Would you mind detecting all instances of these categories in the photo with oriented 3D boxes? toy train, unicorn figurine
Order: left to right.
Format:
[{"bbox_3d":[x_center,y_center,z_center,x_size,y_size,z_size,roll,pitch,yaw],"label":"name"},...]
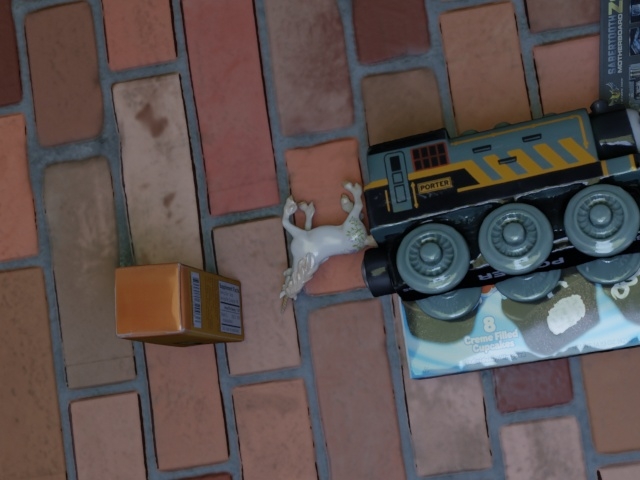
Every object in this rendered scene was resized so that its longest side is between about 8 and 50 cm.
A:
[{"bbox_3d":[0.000,0.000,1.753,0.162,0.060,0.111,-21,64,24],"label":"unicorn figurine"},{"bbox_3d":[0.198,-0.038,1.624,0.334,0.142,0.190,-13,69,11],"label":"toy train"}]

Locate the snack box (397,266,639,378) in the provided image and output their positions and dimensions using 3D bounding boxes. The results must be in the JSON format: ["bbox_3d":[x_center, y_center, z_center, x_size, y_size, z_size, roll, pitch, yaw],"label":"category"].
[{"bbox_3d":[0.244,0.038,1.699,0.322,0.060,0.187,-10,81,11],"label":"snack box"}]

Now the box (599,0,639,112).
[{"bbox_3d":[0.385,-0.230,1.651,0.183,0.059,0.232,-4,82,45],"label":"box"}]

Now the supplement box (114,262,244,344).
[{"bbox_3d":[-0.151,0.074,1.693,0.078,0.233,0.080,-5,81,12],"label":"supplement box"}]
